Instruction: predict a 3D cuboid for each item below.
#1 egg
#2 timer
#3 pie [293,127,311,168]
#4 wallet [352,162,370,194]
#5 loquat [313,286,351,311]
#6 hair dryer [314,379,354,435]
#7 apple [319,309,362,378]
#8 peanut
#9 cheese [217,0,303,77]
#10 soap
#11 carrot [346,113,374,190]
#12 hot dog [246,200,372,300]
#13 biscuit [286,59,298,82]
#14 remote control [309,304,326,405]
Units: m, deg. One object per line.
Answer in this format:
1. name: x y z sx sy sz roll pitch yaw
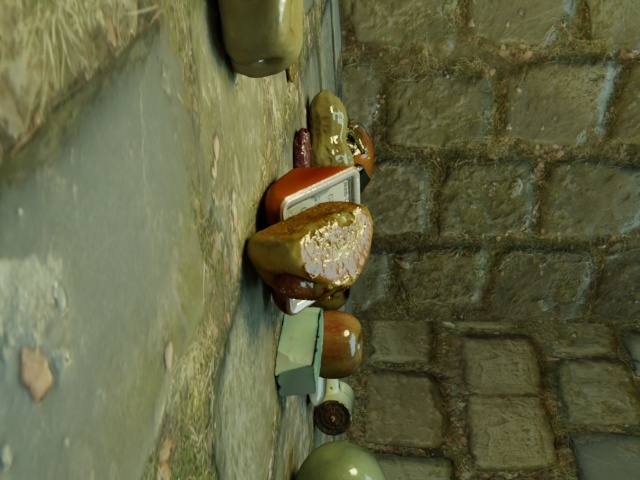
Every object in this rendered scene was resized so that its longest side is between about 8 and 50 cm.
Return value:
1. egg: 0.053 0.666 1.688 0.258 0.259 0.352 -83 169 -48
2. timer: -0.032 -0.008 1.372 0.250 0.162 0.257 -46 139 -55
3. pie: -0.046 -0.226 1.762 0.154 0.036 0.154 0 90 -84
4. wallet: 0.049 -0.082 2.003 0.317 0.045 0.172 -59 167 0
5. loquat: 0.024 0.136 1.975 0.163 0.137 0.163 -18 90 -78
6. hair dryer: 0.033 0.452 2.236 0.203 0.128 0.361 -46 128 -81
7. apple: 0.027 0.287 1.822 0.188 0.174 0.188 -1 90 -81
8. peanut: 0.028 -0.302 2.020 0.149 0.149 0.312 -65 152 -76
9. cheese: -0.087 -0.356 1.008 0.217 0.117 0.235 86 10 -48
10. soap: -0.043 0.262 1.549 0.230 0.092 0.145 -84 172 -51
11. carrot: 0.091 -0.292 2.267 0.331 0.214 0.193 74 -7 -56
12. hot dog: -0.009 0.029 1.218 0.257 0.150 0.153 -28 115 -45
13. biscuit: -0.068 -0.446 1.636 0.147 0.019 0.071 -84 171 -48
14. remote control: -0.007 0.353 2.058 0.109 0.055 0.312 59 31 -79
